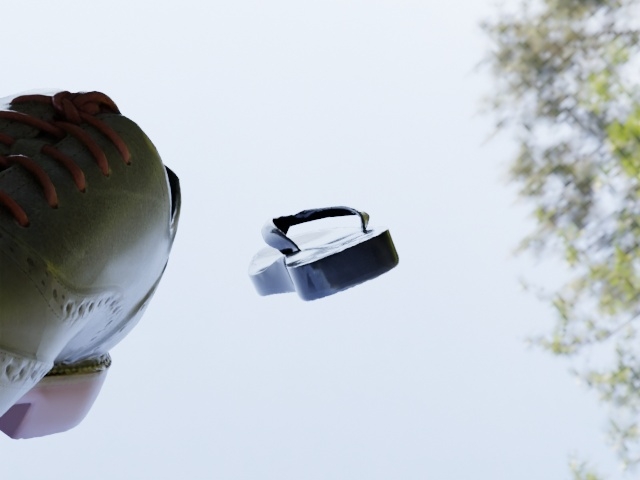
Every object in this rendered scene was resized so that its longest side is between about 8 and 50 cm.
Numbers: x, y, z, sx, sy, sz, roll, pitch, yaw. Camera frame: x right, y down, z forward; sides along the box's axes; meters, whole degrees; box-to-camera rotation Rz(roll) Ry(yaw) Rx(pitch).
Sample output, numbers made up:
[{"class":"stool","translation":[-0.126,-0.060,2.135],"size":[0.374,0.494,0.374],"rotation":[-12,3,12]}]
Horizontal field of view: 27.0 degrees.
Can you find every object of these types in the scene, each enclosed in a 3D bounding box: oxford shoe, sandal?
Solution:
[{"class":"oxford shoe","translation":[-0.124,-0.005,0.441],"size":[0.123,0.130,0.348],"rotation":[34,-179,2]},{"class":"sandal","translation":[0.001,0.000,0.959],"size":[0.254,0.097,0.054],"rotation":[176,72,-77]}]
